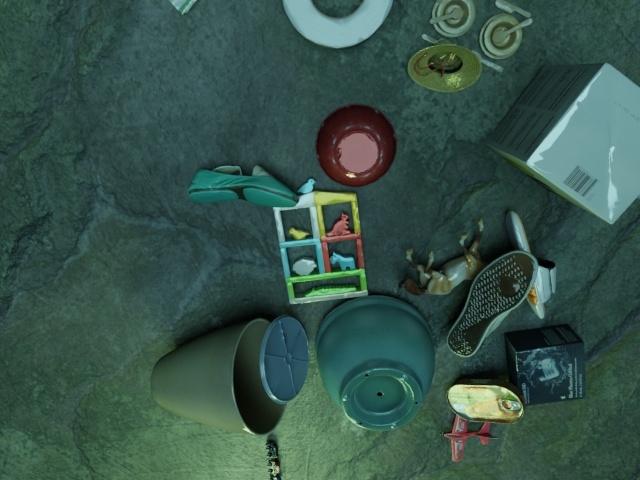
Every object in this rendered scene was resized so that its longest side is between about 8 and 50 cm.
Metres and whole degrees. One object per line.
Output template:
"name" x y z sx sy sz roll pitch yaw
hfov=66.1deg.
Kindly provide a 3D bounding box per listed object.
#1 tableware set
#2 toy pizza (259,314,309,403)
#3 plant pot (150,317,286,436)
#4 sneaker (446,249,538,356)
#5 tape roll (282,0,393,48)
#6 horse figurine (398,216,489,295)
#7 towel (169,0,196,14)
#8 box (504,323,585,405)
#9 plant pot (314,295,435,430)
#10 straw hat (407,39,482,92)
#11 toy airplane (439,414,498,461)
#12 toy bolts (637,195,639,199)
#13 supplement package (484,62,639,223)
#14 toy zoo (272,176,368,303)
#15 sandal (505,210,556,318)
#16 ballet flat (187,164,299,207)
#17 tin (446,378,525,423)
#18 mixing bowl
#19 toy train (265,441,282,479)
"tableware set" 0.316 -0.431 0.981 0.194 0.039 0.128 22 107 -5
"toy pizza" -0.088 0.276 1.153 0.032 0.201 0.202 -6 110 30
"plant pot" -0.251 0.323 1.159 0.273 0.256 0.257 -9 108 22
"sneaker" 0.388 0.128 1.118 0.106 0.123 0.290 39 121 18
"tape roll" 0.033 -0.488 0.956 0.219 0.072 0.220 0 107 2
"horse figurine" 0.297 0.062 1.119 0.263 0.066 0.175 -25 127 1
"towel" -0.289 -0.546 0.977 0.113 0.023 0.152 -42 100 11
"box" 0.538 0.301 1.185 0.158 0.093 0.156 -9 108 6
"plant pot" 0.131 0.303 1.131 0.292 0.196 0.293 0 115 0
"straw hat" 0.251 -0.367 0.989 0.144 0.144 0.061 12 68 -2
"toy airplane" 0.387 0.506 1.290 0.151 0.028 0.151 0 103 1
"toy bolts" 0.756 -0.129 1.002 0.228 0.158 0.219 10 108 -1
"supplement package" 0.483 -0.194 0.935 0.199 0.263 0.198 33 107 -8
"toy zoo" 0.000 0.000 1.137 0.192 0.030 0.294 -6 108 4
"sandal" 0.486 0.052 1.101 0.076 0.102 0.266 -17 105 10
"ballet flat" -0.166 -0.125 1.073 0.247 0.083 0.087 4 69 5
"tin" 0.402 0.389 1.202 0.189 0.040 0.106 -11 107 40
"mixing bowl" 0.077 -0.192 1.038 0.181 0.098 0.182 0 108 1
"toy train" -0.127 0.618 1.347 0.036 0.027 0.159 -5 108 -8
